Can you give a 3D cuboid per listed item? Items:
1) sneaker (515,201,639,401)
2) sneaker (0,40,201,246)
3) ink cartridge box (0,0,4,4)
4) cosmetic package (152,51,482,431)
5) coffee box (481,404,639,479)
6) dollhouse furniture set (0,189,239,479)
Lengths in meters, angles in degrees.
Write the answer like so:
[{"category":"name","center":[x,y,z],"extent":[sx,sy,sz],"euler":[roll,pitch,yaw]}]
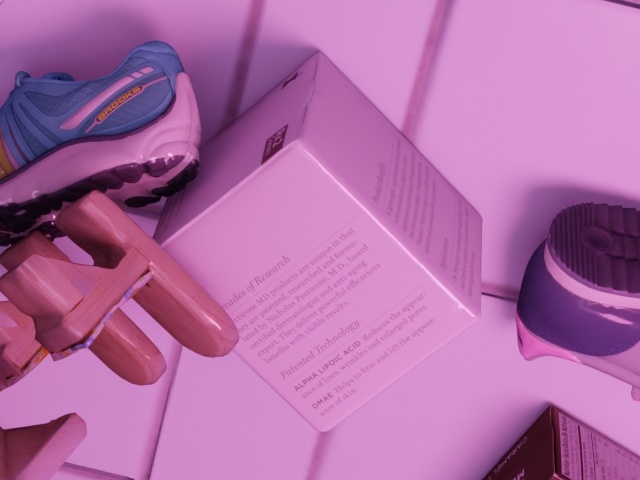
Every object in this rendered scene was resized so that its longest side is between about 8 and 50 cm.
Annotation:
[{"category":"sneaker","center":[0.295,0.076,1.397],"extent":[0.319,0.112,0.131],"euler":[21,135,-3]},{"category":"sneaker","center":[-0.201,-0.063,1.365],"extent":[0.275,0.110,0.107],"euler":[-16,161,26]},{"category":"ink cartridge box","center":[-0.269,-0.233,1.214],"extent":[0.270,0.198,0.197],"euler":[-39,108,21]},{"category":"cosmetic package","center":[0.000,0.000,1.341],"extent":[0.151,0.151,0.183],"euler":[-38,108,22]},{"category":"coffee box","center":[0.238,0.257,1.486],"extent":[0.246,0.098,0.141],"euler":[31,117,-11]},{"category":"dollhouse furniture set","center":[-0.239,0.212,1.332],"extent":[0.256,0.362,0.394],"euler":[45,154,-11]}]
